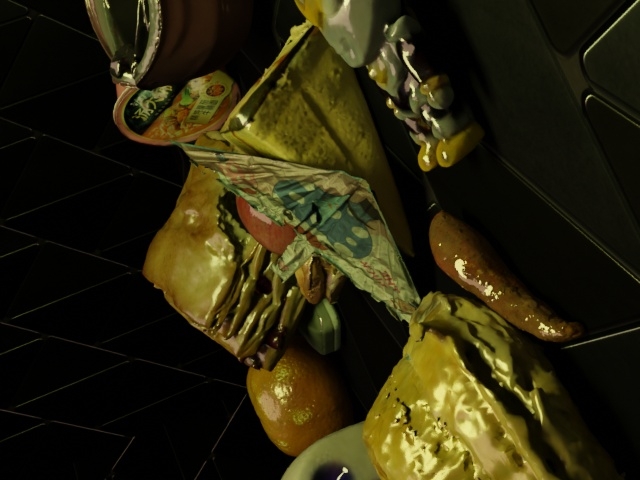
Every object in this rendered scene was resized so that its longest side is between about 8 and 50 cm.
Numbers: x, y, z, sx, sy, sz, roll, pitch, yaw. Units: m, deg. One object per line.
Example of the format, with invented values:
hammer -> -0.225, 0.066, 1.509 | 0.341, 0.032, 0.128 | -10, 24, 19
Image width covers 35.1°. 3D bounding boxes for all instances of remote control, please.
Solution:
remote control -> -0.055, 0.047, 1.825 | 0.128, 0.065, 0.335 | 92, 154, -58

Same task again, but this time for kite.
kite -> -0.008, -0.011, 1.172 | 0.406, 0.014, 0.368 | 37, 156, -3

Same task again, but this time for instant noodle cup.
instant noodle cup -> -0.284, -0.337, 1.848 | 0.244, 0.244, 0.255 | 90, 164, -62

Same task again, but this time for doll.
doll -> 0.035, -0.206, 0.849 | 0.316, 0.103, 0.145 | 58, -167, -7

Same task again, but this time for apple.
apple -> -0.035, -0.049, 1.330 | 0.153, 0.153, 0.120 | -122, 32, -41

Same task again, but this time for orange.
orange -> -0.037, 0.296, 1.919 | 0.158, 0.179, 0.237 | 109, 139, -77

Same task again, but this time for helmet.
helmet -> -0.212, -0.356, 1.438 | 0.338, 0.197, 0.271 | -144, 46, -61

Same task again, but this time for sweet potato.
sweet potato -> 0.155, 0.038, 0.886 | 0.214, 0.050, 0.050 | 48, 158, 49

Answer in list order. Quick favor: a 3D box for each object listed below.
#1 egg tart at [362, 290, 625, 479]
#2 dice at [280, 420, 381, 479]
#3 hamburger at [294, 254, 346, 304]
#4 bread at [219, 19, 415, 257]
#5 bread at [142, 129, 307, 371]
egg tart -> 0.156, 0.233, 0.960 | 0.388, 0.169, 0.388 | 60, 171, 16
dice -> 0.094, 0.413, 1.391 | 0.259, 0.243, 0.251 | 85, 160, -47
hamburger -> 0.003, 0.003, 1.450 | 0.102, 0.087, 0.176 | -28, 77, 68
bread -> 0.031, -0.117, 1.186 | 0.264, 0.163, 0.167 | 38, 171, -15
bread -> -0.162, 0.009, 1.742 | 0.314, 0.191, 0.370 | 29, 109, 46
